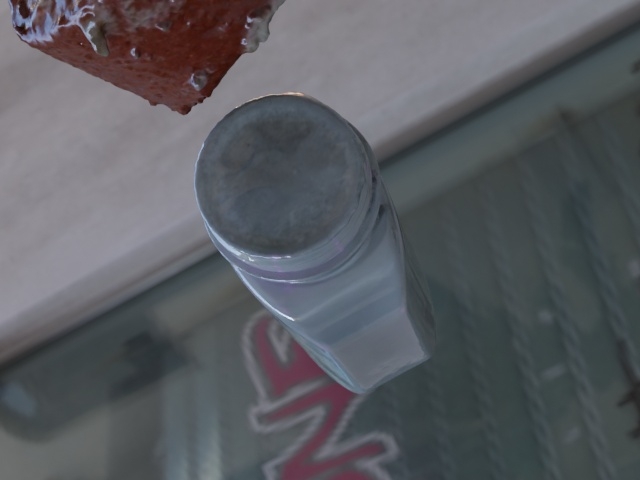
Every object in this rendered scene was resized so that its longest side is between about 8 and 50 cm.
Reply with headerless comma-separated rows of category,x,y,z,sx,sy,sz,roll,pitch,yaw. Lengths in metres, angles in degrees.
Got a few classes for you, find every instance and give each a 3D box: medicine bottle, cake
medicine bottle,0.000,0.000,1.148,0.179,0.124,0.324,63,180,17
cake,-0.111,-0.230,1.079,0.151,0.177,0.283,25,-132,-39
